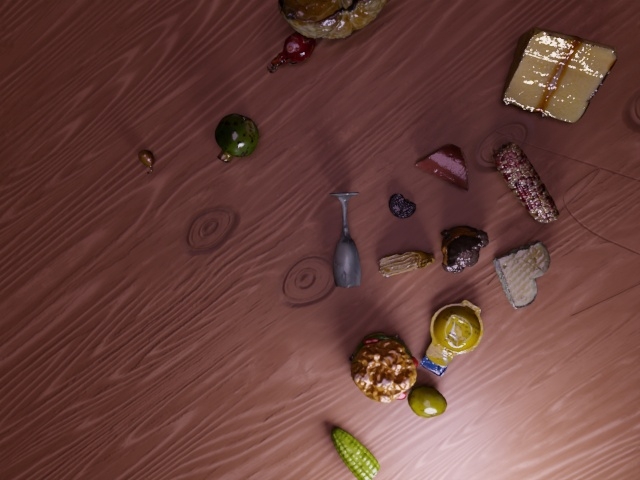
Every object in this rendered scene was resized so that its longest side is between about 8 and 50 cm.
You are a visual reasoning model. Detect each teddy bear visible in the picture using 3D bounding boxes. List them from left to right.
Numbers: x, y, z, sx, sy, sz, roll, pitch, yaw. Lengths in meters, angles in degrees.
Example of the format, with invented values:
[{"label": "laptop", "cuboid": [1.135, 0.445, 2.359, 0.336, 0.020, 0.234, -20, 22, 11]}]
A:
[{"label": "teddy bear", "cuboid": [0.445, 0.025, 1.664, 0.140, 0.190, 0.177, 44, 102, -6]}]

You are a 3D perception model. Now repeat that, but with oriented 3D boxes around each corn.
[{"label": "corn", "cuboid": [0.656, -0.180, 1.680, 0.098, 0.098, 0.290, -36, 94, 6]}]

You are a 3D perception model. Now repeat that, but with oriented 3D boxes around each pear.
[{"label": "pear", "cuboid": [0.353, 0.536, 1.751, 0.131, 0.107, 0.107, 22, 96, -9]}]

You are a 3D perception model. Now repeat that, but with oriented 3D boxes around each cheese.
[{"label": "cheese", "cuboid": [0.431, 0.322, 1.746, 0.176, 0.069, 0.271, 30, 99, 3]}]

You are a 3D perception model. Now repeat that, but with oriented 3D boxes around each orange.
[{"label": "orange", "cuboid": [0.054, -0.757, 1.629, 0.368, 0.210, 0.271, -26, 74, 7]}]

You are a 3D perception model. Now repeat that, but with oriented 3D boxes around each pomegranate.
[{"label": "pomegranate", "cuboid": [-0.280, -0.331, 1.732, 0.143, 0.122, 0.169, 29, 94, -27]}]

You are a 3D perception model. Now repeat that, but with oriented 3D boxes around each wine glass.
[{"label": "wine glass", "cuboid": [0.000, 0.000, 1.744, 0.263, 0.096, 0.310, -2, 95, 3]}]

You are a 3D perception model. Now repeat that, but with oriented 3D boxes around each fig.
[{"label": "fig", "cuboid": [-0.592, -0.270, 1.804, 0.050, 0.050, 0.084, -6, 111, 5]}]

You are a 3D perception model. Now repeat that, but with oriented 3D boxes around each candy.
[{"label": "candy", "cuboid": [0.111, 0.722, 1.793, 0.096, 0.096, 0.209, -42, 84, 6]}]

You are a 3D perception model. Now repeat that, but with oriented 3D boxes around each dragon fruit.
[{"label": "dragon fruit", "cuboid": [-0.096, -0.607, 1.716, 0.190, 0.094, 0.094, -35, 91, 11]}]

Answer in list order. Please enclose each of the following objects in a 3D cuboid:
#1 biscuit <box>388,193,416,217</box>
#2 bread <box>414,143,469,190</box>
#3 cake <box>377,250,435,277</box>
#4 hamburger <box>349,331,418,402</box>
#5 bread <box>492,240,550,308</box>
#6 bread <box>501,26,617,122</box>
[{"label": "biscuit", "cuboid": [0.271, -0.116, 1.748, 0.089, 0.027, 0.087, -15, 94, 6]}, {"label": "bread", "cuboid": [0.412, -0.253, 1.706, 0.192, 0.067, 0.119, 25, 96, 3]}, {"label": "cake", "cuboid": [0.291, 0.065, 1.757, 0.184, 0.116, 0.080, -23, 87, 38]}, {"label": "hamburger", "cuboid": [0.210, 0.424, 1.734, 0.236, 0.149, 0.238, 0, 93, 4]}, {"label": "bread", "cuboid": [0.638, 0.102, 1.715, 0.172, 0.064, 0.232, 20, 94, 4]}, {"label": "bread", "cuboid": [0.718, -0.497, 1.609, 0.263, 0.198, 0.236, 18, 103, 5]}]
